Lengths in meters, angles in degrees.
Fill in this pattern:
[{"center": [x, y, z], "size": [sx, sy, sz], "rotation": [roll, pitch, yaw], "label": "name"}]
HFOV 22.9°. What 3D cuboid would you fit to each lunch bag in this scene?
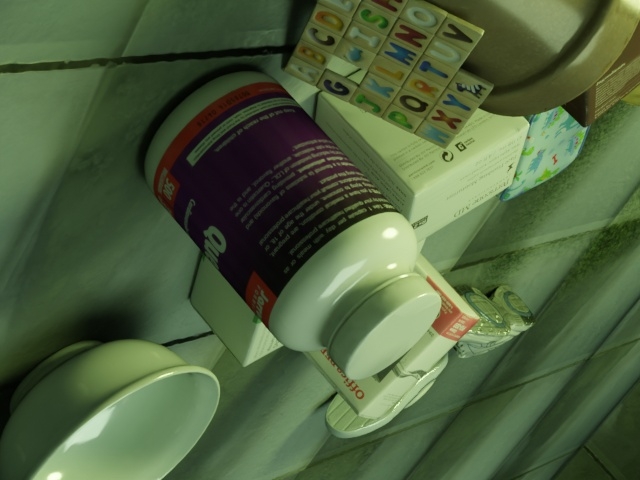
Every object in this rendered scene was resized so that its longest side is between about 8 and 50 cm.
[{"center": [0.305, -0.165, 2.182], "size": [0.176, 0.090, 0.219], "rotation": [-29, 153, -27], "label": "lunch bag"}]

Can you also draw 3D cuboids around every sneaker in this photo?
[{"center": [0.261, 0.152, 2.667], "size": [0.129, 0.111, 0.297], "rotation": [-44, 157, 21], "label": "sneaker"}, {"center": [0.113, 0.262, 2.636], "size": [0.258, 0.094, 0.091], "rotation": [-30, 150, -26], "label": "sneaker"}]

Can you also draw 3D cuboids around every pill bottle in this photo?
[{"center": [-0.026, -0.013, 1.628], "size": [0.181, 0.323, 0.181], "rotation": [-34, 156, -18], "label": "pill bottle"}]

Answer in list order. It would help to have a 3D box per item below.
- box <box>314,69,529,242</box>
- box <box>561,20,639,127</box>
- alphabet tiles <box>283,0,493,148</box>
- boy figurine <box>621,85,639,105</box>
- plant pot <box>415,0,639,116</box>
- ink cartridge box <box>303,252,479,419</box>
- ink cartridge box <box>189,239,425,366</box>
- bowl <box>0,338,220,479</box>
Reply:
[{"center": [0.113, -0.118, 1.845], "size": [0.181, 0.182, 0.119], "rotation": [-32, 155, -23], "label": "box"}, {"center": [0.328, -0.280, 1.911], "size": [0.167, 0.168, 0.203], "rotation": [-38, 157, -9], "label": "box"}, {"center": [0.076, -0.183, 1.612], "size": [0.009, 0.198, 0.237], "rotation": [-66, -176, -24], "label": "alphabet tiles"}, {"center": [0.444, -0.196, 2.061], "size": [0.285, 0.177, 0.092], "rotation": [17, 87, -25], "label": "boy figurine"}, {"center": [0.164, -0.281, 1.594], "size": [0.263, 0.263, 0.229], "rotation": [-49, 140, 17], "label": "plant pot"}, {"center": [0.094, 0.130, 2.286], "size": [0.218, 0.158, 0.092], "rotation": [-47, 158, 11], "label": "ink cartridge box"}, {"center": [0.000, 0.000, 1.953], "size": [0.289, 0.121, 0.211], "rotation": [-28, 154, -31], "label": "ink cartridge box"}, {"center": [-0.275, 0.213, 1.884], "size": [0.298, 0.134, 0.298], "rotation": [-34, 155, -18], "label": "bowl"}]
